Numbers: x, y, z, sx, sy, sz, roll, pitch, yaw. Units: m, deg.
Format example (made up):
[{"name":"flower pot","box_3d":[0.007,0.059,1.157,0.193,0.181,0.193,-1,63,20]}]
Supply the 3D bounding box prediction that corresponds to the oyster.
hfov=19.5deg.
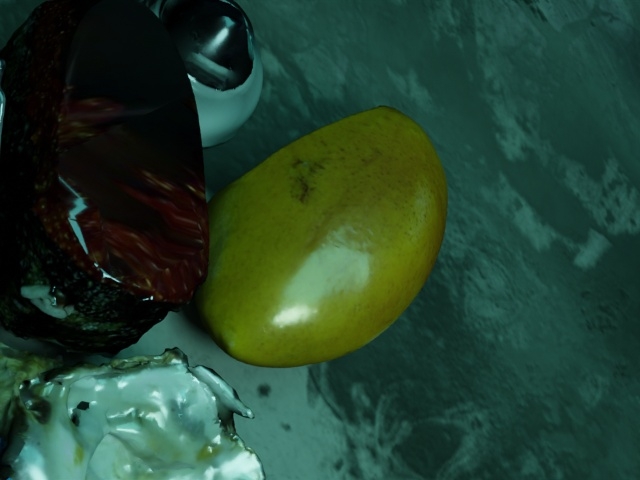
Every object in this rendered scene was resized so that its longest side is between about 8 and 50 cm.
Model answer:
[{"name":"oyster","box_3d":[-0.121,0.175,1.142,0.214,0.083,0.222,10,67,-35]}]

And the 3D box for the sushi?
[{"name":"sushi","box_3d":[-0.151,-0.042,1.195,0.136,0.126,0.225,13,60,-37]}]

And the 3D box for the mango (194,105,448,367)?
[{"name":"mango","box_3d":[0.000,0.000,1.314,0.154,0.126,0.252,42,46,-1]}]

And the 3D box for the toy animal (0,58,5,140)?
[{"name":"toy animal","box_3d":[-0.334,0.016,1.005,0.284,0.225,0.302,17,67,-13]}]

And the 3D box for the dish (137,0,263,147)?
[{"name":"dish","box_3d":[-0.083,-0.147,1.350,0.141,0.078,0.141,21,55,-33]}]
